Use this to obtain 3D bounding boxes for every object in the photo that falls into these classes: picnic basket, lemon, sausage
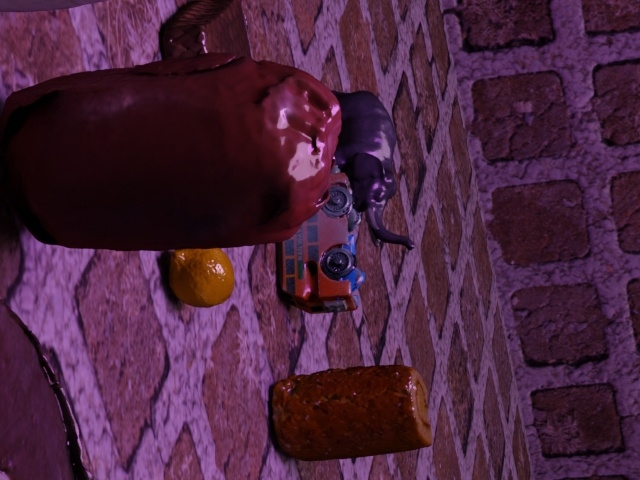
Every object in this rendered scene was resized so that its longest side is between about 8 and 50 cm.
[{"bbox_3d":[-0.116,-0.200,1.998,0.193,0.055,0.110,-65,146,-69],"label":"picnic basket"},{"bbox_3d":[-0.120,0.033,1.845,0.092,0.065,0.065,41,40,-44],"label":"lemon"},{"bbox_3d":[-0.117,-0.066,1.443,0.152,0.280,0.152,-3,90,-73],"label":"sausage"}]

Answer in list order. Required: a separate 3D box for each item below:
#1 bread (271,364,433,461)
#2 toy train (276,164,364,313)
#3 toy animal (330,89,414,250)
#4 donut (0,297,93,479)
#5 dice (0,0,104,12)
[{"bbox_3d":[0.038,0.201,2.177,0.132,0.172,0.103,52,33,-67],"label":"bread"},{"bbox_3d":[0.000,0.000,2.287,0.072,0.099,0.188,58,27,-67],"label":"toy train"},{"bbox_3d":[0.037,-0.090,2.412,0.082,0.137,0.269,68,12,-56],"label":"toy animal"},{"bbox_3d":[-0.247,0.147,1.112,0.345,0.136,0.259,53,31,-66],"label":"donut"},{"bbox_3d":[-0.201,-0.357,1.261,0.304,0.277,0.304,55,28,-61],"label":"dice"}]
